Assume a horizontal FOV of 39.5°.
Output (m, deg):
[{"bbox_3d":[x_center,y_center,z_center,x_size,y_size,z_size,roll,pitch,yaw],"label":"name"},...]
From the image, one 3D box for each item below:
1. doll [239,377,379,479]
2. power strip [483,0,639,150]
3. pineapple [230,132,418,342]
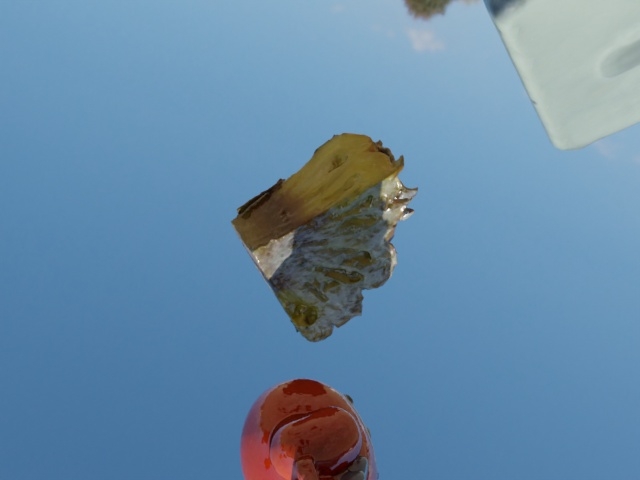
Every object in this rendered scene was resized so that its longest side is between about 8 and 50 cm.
[{"bbox_3d":[-0.010,0.211,0.852,0.129,0.161,0.290,-16,179,-4],"label":"doll"},{"bbox_3d":[0.131,-0.127,0.361,0.139,0.140,0.224,38,-146,-59],"label":"power strip"},{"bbox_3d":[0.000,0.000,0.933,0.186,0.237,0.114,14,-164,-33],"label":"pineapple"}]
